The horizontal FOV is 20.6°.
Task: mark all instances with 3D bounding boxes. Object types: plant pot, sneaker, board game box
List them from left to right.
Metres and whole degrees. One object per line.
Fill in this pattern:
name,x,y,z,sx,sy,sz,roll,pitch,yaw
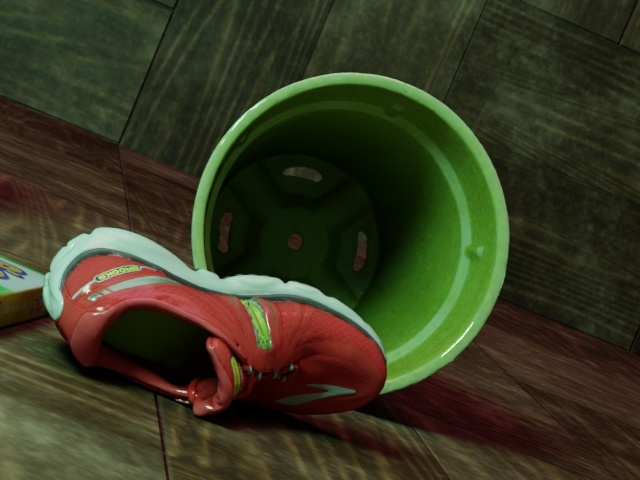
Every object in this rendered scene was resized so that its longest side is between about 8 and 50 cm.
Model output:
board game box,-0.271,0.024,1.239,0.124,0.039,0.259,24,2,6
sneaker,-0.070,0.087,1.260,0.279,0.107,0.118,17,26,-27
plant pot,0.000,0.000,1.601,0.276,0.276,0.254,22,-7,-11
